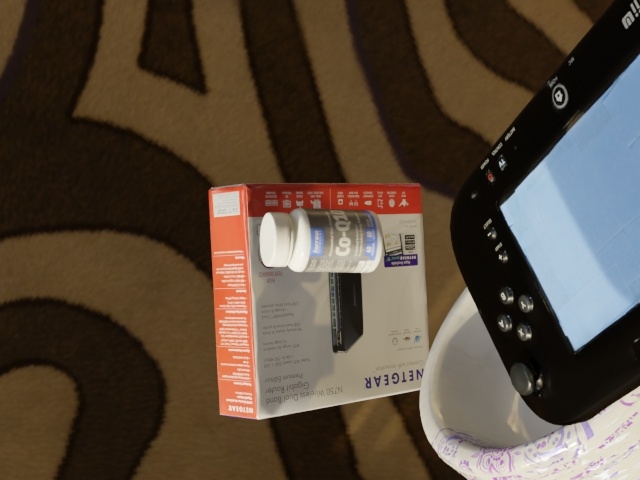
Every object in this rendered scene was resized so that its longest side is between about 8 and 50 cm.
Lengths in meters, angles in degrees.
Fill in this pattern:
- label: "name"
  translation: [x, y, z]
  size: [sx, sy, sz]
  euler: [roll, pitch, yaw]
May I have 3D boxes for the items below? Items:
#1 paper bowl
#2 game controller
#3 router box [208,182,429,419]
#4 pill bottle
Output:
- label: "paper bowl"
  translation: [0.232, 0.105, 0.927]
  size: [0.148, 0.284, 0.284]
  euler: [40, 68, -22]
- label: "game controller"
  translation: [0.166, -0.023, 0.587]
  size: [0.067, 0.319, 0.166]
  euler: [-21, 71, -31]
- label: "router box"
  translation: [0.008, 0.073, 1.538]
  size: [0.335, 0.082, 0.301]
  euler: [-3, 90, -43]
- label: "pill bottle"
  translation: [0.000, 0.000, 1.352]
  size: [0.137, 0.078, 0.078]
  euler: [1, 79, -21]
